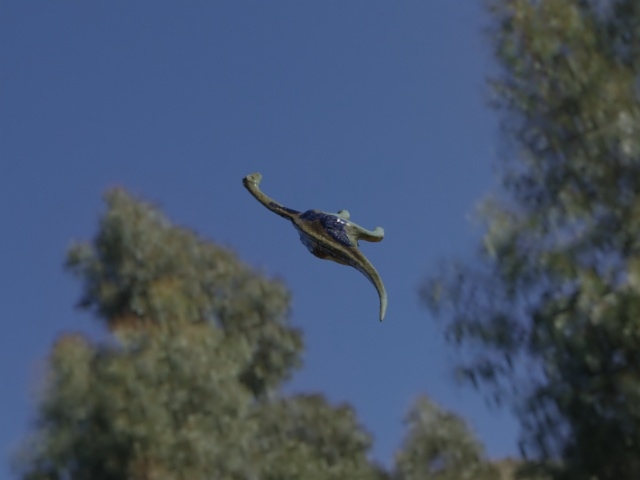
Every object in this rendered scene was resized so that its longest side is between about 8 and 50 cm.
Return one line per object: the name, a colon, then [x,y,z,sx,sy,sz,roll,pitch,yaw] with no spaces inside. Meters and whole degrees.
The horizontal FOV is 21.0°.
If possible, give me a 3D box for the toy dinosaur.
toy dinosaur: [0.012,0.000,1.116,0.058,0.180,0.037,-2,-69,-34]
